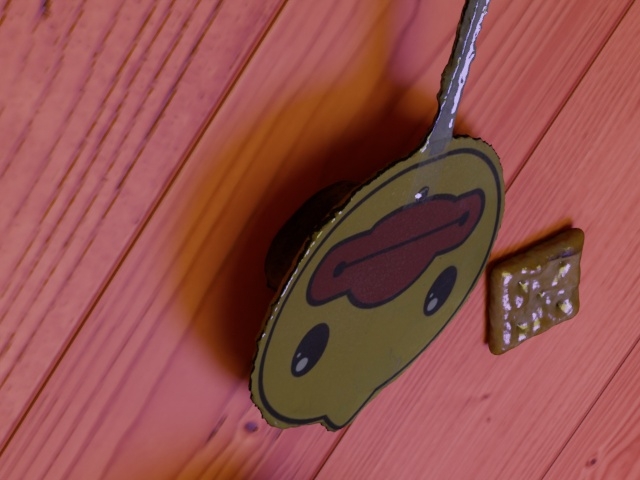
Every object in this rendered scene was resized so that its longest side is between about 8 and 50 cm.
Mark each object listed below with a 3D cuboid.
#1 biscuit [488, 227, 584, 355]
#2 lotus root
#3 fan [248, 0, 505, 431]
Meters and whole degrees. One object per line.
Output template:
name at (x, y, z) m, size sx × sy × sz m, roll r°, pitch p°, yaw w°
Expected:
biscuit at (0.154, 0.037, 0.982) m, size 0.083 × 0.018 × 0.081 m, roll -23°, pitch 131°, yaw -25°
lotus root at (-0.001, -0.001, 0.814) m, size 0.083 × 0.037 × 0.030 m, roll -49°, pitch 136°, yaw -2°
fan at (0.049, -0.004, 0.827) m, size 0.230 × 0.011 × 0.335 m, roll -23°, pitch 139°, yaw -43°
